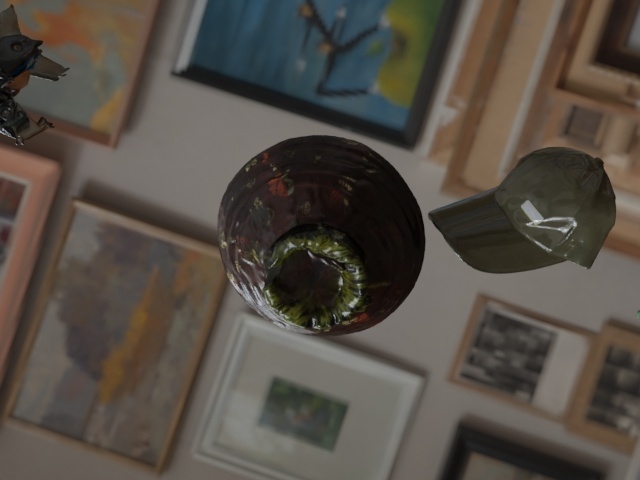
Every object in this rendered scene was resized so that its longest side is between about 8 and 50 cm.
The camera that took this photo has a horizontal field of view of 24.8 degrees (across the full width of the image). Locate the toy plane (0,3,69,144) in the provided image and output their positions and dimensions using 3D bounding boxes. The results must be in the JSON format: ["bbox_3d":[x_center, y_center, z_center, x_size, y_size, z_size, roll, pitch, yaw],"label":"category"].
[{"bbox_3d":[-0.282,-0.112,1.088,0.188,0.135,0.062,-32,-14,-38],"label":"toy plane"}]

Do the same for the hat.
[{"bbox_3d":[0.227,-0.047,1.669,0.166,0.173,0.144,57,131,42],"label":"hat"}]

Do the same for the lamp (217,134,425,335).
[{"bbox_3d":[0.000,0.000,1.635,0.247,0.247,0.247,18,-90,-85],"label":"lamp"}]

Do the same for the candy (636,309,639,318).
[{"bbox_3d":[0.425,0.041,1.436,0.288,0.078,0.084,-20,54,50],"label":"candy"}]
